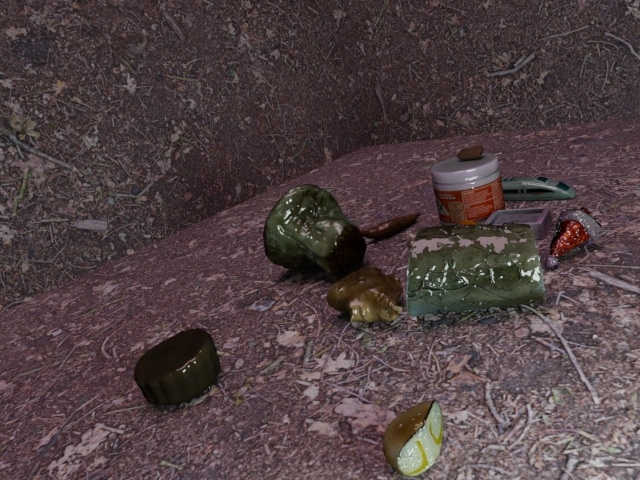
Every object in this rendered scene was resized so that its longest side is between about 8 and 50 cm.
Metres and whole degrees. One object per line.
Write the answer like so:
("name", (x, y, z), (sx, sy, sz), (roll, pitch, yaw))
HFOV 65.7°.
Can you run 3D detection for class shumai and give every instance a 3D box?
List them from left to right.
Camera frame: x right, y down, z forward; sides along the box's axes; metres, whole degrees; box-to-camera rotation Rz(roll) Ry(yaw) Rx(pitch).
("shumai", (0.000, 0.000, 1.826), (0.323, 0.397, 0.324), (34, 67, 28))

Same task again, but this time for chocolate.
("chocolate", (0.570, -0.326, 1.881), (0.101, 0.031, 0.064), (-4, 39, 41))

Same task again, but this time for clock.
("clock", (0.683, -0.058, 1.717), (0.197, 0.063, 0.150), (-1, 24, 38))

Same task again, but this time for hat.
("hat", (0.724, 0.008, 1.469), (0.227, 0.129, 0.140), (-43, -14, -21))

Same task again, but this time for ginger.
("ginger", (0.156, 0.168, 1.424), (0.219, 0.123, 0.270), (-29, 32, -25))

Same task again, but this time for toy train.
("toy train", (0.820, -0.214, 2.019), (0.407, 0.088, 0.086), (4, 26, 44))

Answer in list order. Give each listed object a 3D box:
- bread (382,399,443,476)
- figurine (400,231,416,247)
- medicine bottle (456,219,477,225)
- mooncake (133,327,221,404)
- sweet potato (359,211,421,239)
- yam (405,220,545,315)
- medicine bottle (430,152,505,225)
("bread", (0.162, 0.363, 0.904), (0.094, 0.083, 0.157), (-9, 17, 28))
("figurine", (0.344, 0.004, 1.864), (0.051, 0.047, 0.083), (-37, 31, -14))
("medicine bottle", (0.441, 0.020, 1.615), (0.149, 0.112, 0.222), (0, 24, 39))
("mooncake", (-0.383, 0.349, 1.347), (0.228, 0.124, 0.228), (-16, 23, 7))
("sweet potato", (0.298, -0.058, 2.043), (0.314, 0.066, 0.072), (-20, 25, -21))
("yam", (0.401, 0.075, 1.310), (0.348, 0.241, 0.241), (-6, 20, 14))
("medicine bottle", (0.569, -0.187, 1.908), (0.253, 0.240, 0.252), (-14, 18, 5))
